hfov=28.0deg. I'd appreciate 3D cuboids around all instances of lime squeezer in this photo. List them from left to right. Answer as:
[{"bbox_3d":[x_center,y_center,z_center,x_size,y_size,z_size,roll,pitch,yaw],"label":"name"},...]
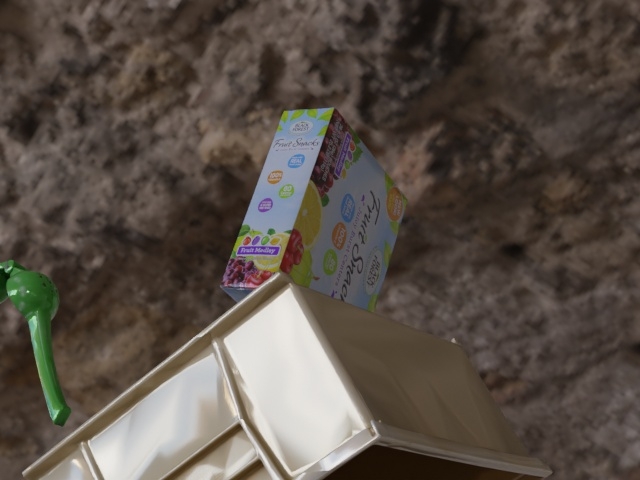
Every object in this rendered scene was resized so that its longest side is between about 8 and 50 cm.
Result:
[{"bbox_3d":[-0.314,0.071,1.253,0.310,0.059,0.110,23,96,38],"label":"lime squeezer"}]

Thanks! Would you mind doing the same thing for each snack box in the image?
[{"bbox_3d":[0.000,0.000,1.288,0.070,0.174,0.207,2,59,34],"label":"snack box"}]

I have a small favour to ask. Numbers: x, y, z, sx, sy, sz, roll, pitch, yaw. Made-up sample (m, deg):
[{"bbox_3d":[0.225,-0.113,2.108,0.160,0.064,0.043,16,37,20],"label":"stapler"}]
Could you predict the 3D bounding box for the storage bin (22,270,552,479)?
[{"bbox_3d":[-0.026,0.163,0.850,0.260,0.262,0.123,-38,62,17],"label":"storage bin"}]
